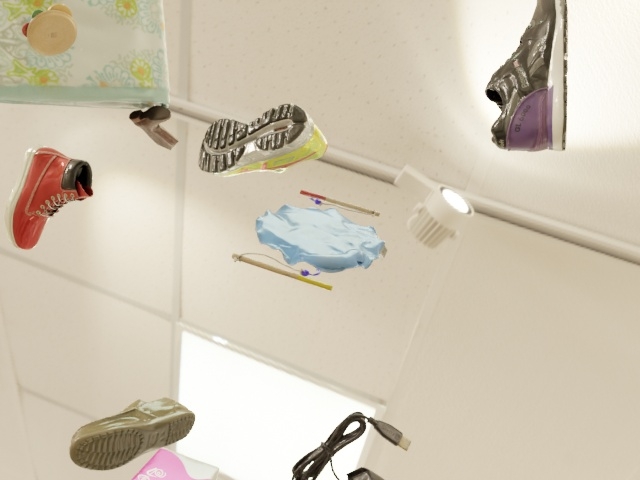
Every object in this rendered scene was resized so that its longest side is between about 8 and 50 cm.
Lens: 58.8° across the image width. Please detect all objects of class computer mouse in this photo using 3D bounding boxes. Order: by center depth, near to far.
[{"bbox_3d":[0.099,0.398,0.926,0.262,0.060,0.184,40,-85,4],"label":"computer mouse"}]

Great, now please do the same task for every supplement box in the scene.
[{"bbox_3d":[-0.252,0.469,0.911,0.114,0.111,0.220,18,-80,8],"label":"supplement box"}]

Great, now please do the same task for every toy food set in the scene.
[{"bbox_3d":[-0.436,-0.338,0.919,0.020,0.082,0.083,47,-26,22],"label":"toy food set"}]

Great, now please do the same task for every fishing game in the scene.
[{"bbox_3d":[0.000,0.000,0.810,0.189,0.264,0.041,16,-62,9],"label":"fishing game"}]

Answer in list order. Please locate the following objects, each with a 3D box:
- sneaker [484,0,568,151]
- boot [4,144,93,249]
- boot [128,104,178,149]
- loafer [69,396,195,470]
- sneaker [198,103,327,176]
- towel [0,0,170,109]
[{"bbox_3d":[0.323,-0.274,0.895,0.124,0.283,0.107,1,-20,24],"label":"sneaker"},{"bbox_3d":[-0.598,-0.076,1.268,0.176,0.088,0.244,20,-83,19],"label":"boot"},{"bbox_3d":[-0.321,-0.227,1.172,0.106,0.037,0.114,6,-24,27],"label":"boot"},{"bbox_3d":[-0.212,0.212,0.635,0.050,0.148,0.056,29,-75,38],"label":"loafer"},{"bbox_3d":[-0.081,-0.121,0.783,0.208,0.094,0.081,-3,-105,36],"label":"sneaker"},{"bbox_3d":[-0.484,-0.418,1.087,0.090,0.374,0.320,-1,-87,60],"label":"towel"}]
